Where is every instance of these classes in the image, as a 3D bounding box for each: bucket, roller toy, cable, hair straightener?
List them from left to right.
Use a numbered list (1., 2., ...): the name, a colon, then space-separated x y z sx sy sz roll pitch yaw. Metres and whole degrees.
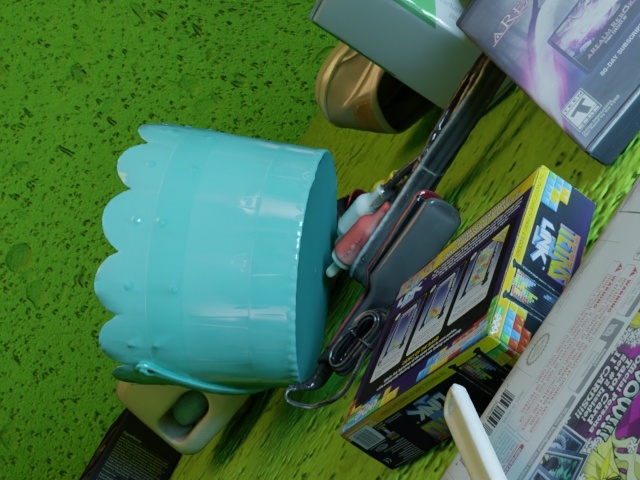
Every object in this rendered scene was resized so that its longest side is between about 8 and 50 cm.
1. roller toy: -0.146 0.165 1.142 0.191 0.146 0.209 -50 1 -15
2. bucket: -0.090 0.021 0.915 0.281 0.183 0.281 6 -90 -81
3. hair straightener: 0.044 0.059 0.797 0.230 0.047 0.089 -51 11 5
4. cable: 0.080 -0.063 0.868 0.139 0.072 0.287 -57 -4 -48

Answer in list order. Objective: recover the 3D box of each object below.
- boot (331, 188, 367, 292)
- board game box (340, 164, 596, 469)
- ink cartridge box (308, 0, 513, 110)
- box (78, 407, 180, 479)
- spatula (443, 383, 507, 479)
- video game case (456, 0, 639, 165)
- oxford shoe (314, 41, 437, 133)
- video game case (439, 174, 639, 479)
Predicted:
1. boot: 0.000 0.000 1.151 0.176 0.088 0.244 -55 17 9
2. board game box: 0.091 0.053 0.574 0.170 0.048 0.141 -47 11 50
3. ink cartridge box: 0.153 -0.307 0.972 0.289 0.211 0.121 -61 6 -24
4. box: -0.306 0.369 1.402 0.153 0.108 0.207 -47 13 49
5. spatula: 0.049 0.164 0.312 0.242 0.019 0.168 -106 28 -72
6. video game case: 0.205 -0.192 0.654 0.196 0.026 0.274 -53 27 19
7. oxford shoe: 0.179 -0.307 1.174 0.449 0.169 0.130 -49 50 -1
8. video game case: 0.141 0.047 0.338 0.232 0.041 0.210 -57 9 0
